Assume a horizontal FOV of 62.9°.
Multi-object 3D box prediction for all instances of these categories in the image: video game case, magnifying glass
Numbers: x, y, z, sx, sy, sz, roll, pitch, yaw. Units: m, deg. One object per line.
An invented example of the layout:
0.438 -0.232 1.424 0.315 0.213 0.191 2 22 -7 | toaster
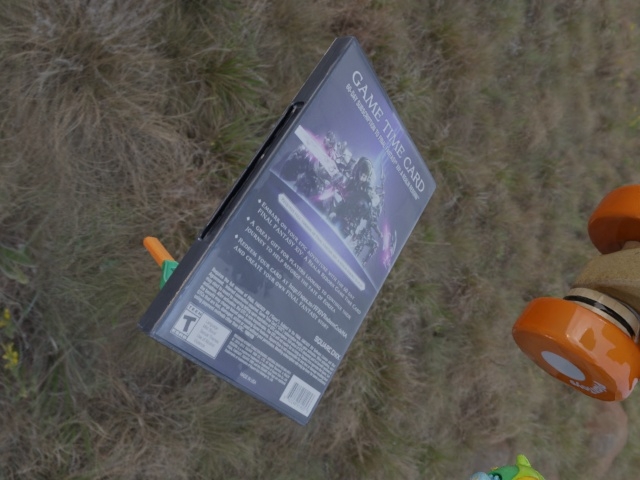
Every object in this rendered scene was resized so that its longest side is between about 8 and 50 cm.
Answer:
0.000 0.000 0.443 0.196 0.026 0.274 48 65 -43 | video game case
-0.252 0.052 0.902 0.092 0.231 0.026 14 105 -44 | magnifying glass

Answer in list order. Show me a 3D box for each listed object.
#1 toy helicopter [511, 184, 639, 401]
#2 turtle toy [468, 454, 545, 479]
0.302 0.082 0.280 0.235 0.355 0.140 44 76 -12 | toy helicopter
0.126 0.213 0.358 0.095 0.066 0.130 40 60 -48 | turtle toy
